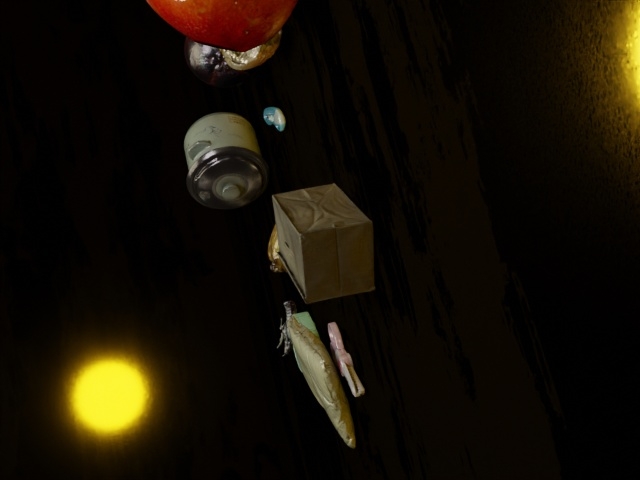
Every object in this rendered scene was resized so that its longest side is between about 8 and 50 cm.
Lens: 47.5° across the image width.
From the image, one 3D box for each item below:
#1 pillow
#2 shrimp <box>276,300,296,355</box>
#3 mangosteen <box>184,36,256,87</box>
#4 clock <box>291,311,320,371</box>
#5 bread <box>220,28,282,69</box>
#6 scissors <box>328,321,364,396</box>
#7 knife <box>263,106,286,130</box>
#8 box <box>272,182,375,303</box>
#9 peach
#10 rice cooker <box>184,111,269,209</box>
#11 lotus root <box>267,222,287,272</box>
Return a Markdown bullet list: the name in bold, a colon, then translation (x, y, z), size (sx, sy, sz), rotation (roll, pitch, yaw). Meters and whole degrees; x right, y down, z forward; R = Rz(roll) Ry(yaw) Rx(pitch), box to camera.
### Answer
- **pillow**: translation (0.010, 0.359, 1.883), size (0.281, 0.076, 0.274), rotation (43, 155, 63)
- **shrimp**: translation (-0.099, 0.279, 2.286), size (0.076, 0.082, 0.174), rotation (-152, 59, -79)
- **mangosteen**: translation (-0.287, -0.554, 2.096), size (0.216, 0.216, 0.216), rotation (169, 90, -77)
- **clock**: translation (-0.040, 0.311, 2.098), size (0.148, 0.060, 0.188), rotation (-120, 23, -53)
- **bread**: translation (-0.184, -0.538, 1.771), size (0.192, 0.171, 0.314), rotation (108, 149, -69)
- **scissors**: translation (0.059, 0.292, 1.731), size (0.242, 0.030, 0.118), rotation (-120, 20, -63)
- **knife**: translation (-0.131, -0.338, 2.014), size (0.222, 0.031, 0.064), rotation (-141, 38, -71)
- **box**: translation (0.000, 0.000, 1.472), size (0.231, 0.155, 0.149), rotation (-125, 27, -62)
- **peach**: translation (-0.193, -0.556, 1.404), size (0.388, 0.388, 0.388), rotation (169, 90, -77)
- **rice cooker**: translation (-0.306, -0.248, 2.344), size (0.316, 0.264, 0.317), rotation (46, -158, -24)
- **lotus root**: translation (-0.095, 0.000, 2.029), size (0.108, 0.094, 0.191), rotation (28, 125, 30)
